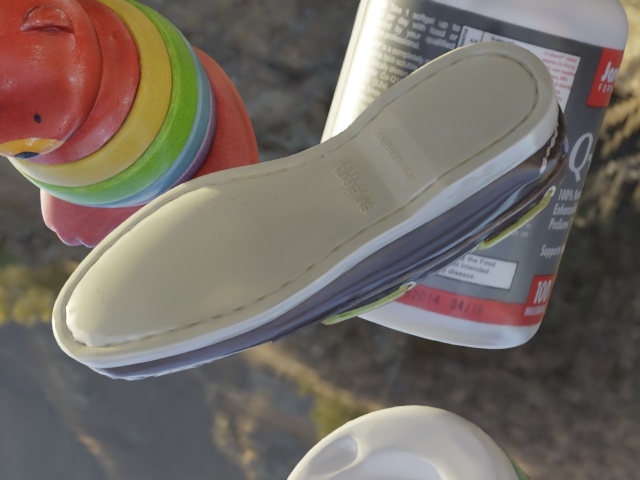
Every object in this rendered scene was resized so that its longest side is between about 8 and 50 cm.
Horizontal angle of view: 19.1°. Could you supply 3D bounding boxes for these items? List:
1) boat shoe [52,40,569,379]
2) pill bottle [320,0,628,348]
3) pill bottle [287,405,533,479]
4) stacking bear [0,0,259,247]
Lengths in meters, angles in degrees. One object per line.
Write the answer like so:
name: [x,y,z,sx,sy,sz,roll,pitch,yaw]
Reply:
boat shoe: [0.000,0.000,1.127,0.117,0.324,0.097,60,179,37]
pill bottle: [0.119,-0.116,1.483,0.210,0.363,0.210,15,-169,-3]
pill bottle: [0.123,0.287,1.487,0.204,0.204,0.361,20,164,36]
stacking bear: [-0.170,-0.101,1.331,0.175,0.164,0.289,-3,170,16]
